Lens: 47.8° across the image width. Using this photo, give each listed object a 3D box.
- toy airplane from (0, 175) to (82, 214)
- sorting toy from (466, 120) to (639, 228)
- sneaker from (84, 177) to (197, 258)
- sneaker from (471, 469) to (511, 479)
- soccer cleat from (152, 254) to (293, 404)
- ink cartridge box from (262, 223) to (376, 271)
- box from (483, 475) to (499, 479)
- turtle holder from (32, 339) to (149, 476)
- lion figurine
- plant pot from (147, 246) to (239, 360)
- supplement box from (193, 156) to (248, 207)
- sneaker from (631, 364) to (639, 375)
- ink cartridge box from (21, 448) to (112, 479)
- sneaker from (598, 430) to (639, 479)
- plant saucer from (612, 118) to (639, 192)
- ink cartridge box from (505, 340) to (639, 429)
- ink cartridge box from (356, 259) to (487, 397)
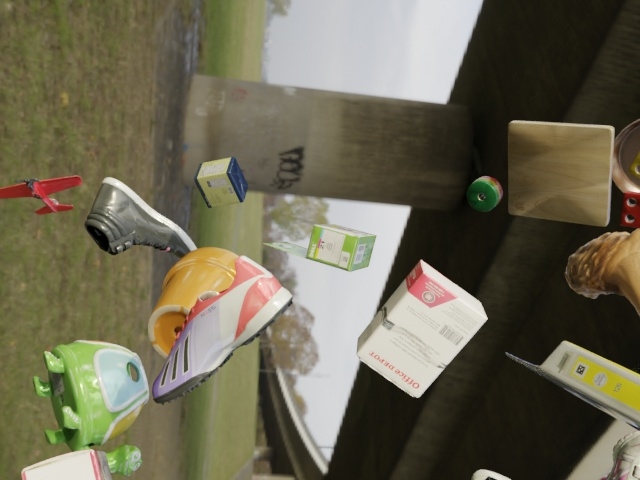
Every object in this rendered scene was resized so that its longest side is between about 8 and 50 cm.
[{"bbox_3d":[-0.481,-0.076,1.246,0.151,0.151,0.028,114,-33,-71],"label":"toy airplane"},{"bbox_3d":[0.328,-0.093,0.952,0.046,0.274,0.132,-35,126,-46],"label":"sorting toy"},{"bbox_3d":[-0.429,-0.002,1.708,0.104,0.296,0.147,-10,-135,53],"label":"sneaker"},{"bbox_3d":[0.484,0.712,1.836,0.114,0.152,0.305,-45,-128,12],"label":"sneaker"},{"bbox_3d":[-0.187,0.154,1.203,0.318,0.116,0.108,-41,-179,22],"label":"soccer cleat"},{"bbox_3d":[0.000,0.000,1.948,0.189,0.255,0.097,-6,111,-72],"label":"ink cartridge box"},{"bbox_3d":[0.335,0.470,1.071,0.051,0.175,0.220,-54,-153,19],"label":"box"},{"bbox_3d":[-0.529,0.385,1.730,0.320,0.227,0.243,50,-47,35],"label":"turtle holder"},{"bbox_3d":[0.632,0.089,1.374,0.240,0.142,0.392,-40,-156,14],"label":"lion figurine"},{"bbox_3d":[-0.233,0.141,1.393,0.188,0.205,0.205,-56,156,-65],"label":"plant pot"},{"bbox_3d":[-0.209,-0.122,1.525,0.056,0.083,0.083,-80,155,-47],"label":"supplement box"},{"bbox_3d":[0.830,0.358,1.879,0.067,0.078,0.188,-23,127,-45],"label":"sneaker"},{"bbox_3d":[-0.410,0.471,1.231,0.283,0.117,0.207,127,-54,-70],"label":"ink cartridge box"},{"bbox_3d":[0.689,0.528,1.578,0.111,0.103,0.252,-105,-150,-65],"label":"sneaker"},{"bbox_3d":[0.577,-0.138,1.219,0.029,0.168,0.168,-48,155,-49],"label":"plant saucer"},{"bbox_3d":[0.461,0.241,1.000,0.072,0.303,0.307,-59,-152,1],"label":"ink cartridge box"},{"bbox_3d":[0.213,0.192,1.555,0.237,0.172,0.100,-53,-173,15],"label":"ink cartridge box"}]
